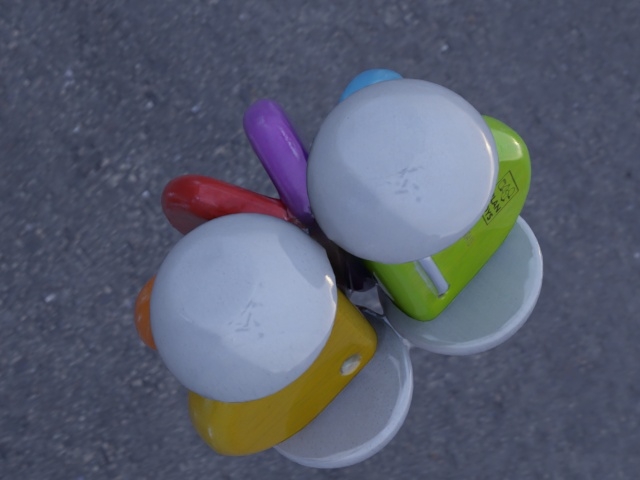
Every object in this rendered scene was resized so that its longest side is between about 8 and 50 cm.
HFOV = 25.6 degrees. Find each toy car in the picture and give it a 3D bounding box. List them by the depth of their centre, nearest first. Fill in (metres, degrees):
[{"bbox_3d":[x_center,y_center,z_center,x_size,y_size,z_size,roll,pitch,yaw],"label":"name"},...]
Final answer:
[{"bbox_3d":[0.000,0.000,0.601,0.182,0.159,0.136,-41,58,-1],"label":"toy car"}]
